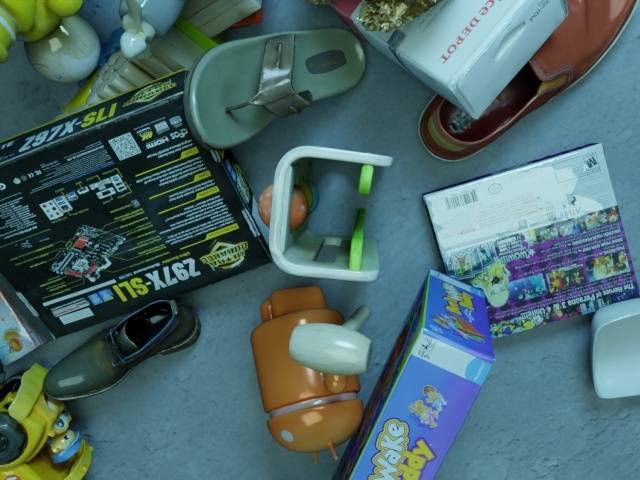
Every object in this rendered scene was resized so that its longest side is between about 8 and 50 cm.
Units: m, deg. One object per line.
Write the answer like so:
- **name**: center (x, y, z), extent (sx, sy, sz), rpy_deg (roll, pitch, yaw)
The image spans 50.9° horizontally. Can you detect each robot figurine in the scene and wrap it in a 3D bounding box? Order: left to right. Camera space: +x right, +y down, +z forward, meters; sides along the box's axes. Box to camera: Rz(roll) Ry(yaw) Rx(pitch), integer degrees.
- **robot figurine**: center (-0.017, 0.169, 0.852), extent (0.158, 0.128, 0.219), rpy_deg (-21, 71, 23)

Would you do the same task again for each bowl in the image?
- **bowl**: center (0.408, 0.127, 0.855), extent (0.142, 0.053, 0.142), rpy_deg (-11, 122, 5)

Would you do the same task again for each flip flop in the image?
- **flip flop**: center (-0.038, -0.187, 0.779), extent (0.277, 0.080, 0.112), rpy_deg (-27, 110, -34)

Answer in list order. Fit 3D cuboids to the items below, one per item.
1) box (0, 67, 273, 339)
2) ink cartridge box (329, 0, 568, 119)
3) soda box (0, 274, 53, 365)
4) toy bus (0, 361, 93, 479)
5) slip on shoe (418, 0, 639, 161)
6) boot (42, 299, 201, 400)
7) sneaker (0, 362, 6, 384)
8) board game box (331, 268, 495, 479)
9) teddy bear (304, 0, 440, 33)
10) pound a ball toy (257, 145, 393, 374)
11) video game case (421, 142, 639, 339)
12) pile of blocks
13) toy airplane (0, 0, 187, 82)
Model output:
- **box**: center (-0.253, -0.034, 0.835), extent (0.322, 0.079, 0.257), rpy_deg (-20, 126, 7)
- **ink cartridge box**: center (0.143, -0.266, 0.772), extent (0.158, 0.092, 0.218), rpy_deg (-50, 56, 9)
- **soda box**: center (-0.445, 0.076, 0.925), extent (0.058, 0.063, 0.183), rpy_deg (-29, 94, 10)
- **toy bus**: center (-0.391, 0.313, 0.921), extent (0.211, 0.149, 0.220), rpy_deg (37, 96, -14)
- **slip on shoe**: center (0.258, -0.222, 0.815), extent (0.331, 0.101, 0.123), rpy_deg (-42, 91, 7)
- **boot**: center (-0.268, 0.134, 0.870), extent (0.219, 0.106, 0.082), rpy_deg (-27, 71, -11)
- **sneaker**: center (-0.516, 0.126, 0.905), extent (0.228, 0.087, 0.130), rpy_deg (13, 97, 27)
- **board game box**: center (0.091, 0.227, 0.797), extent (0.078, 0.233, 0.347), rpy_deg (24, 105, 5)
- **teddy bear**: center (0.063, -0.353, 0.742), extent (0.245, 0.113, 0.338), rpy_deg (-51, 48, 0)
- **pound a ball toy**: center (0.000, 0.000, 0.752), extent (0.136, 0.319, 0.208), rpy_deg (7, 98, 4)
- **video game case**: center (0.271, 0.007, 0.872), extent (0.232, 0.042, 0.210), rpy_deg (-17, 96, 6)
- **pile of blocks**: center (-0.198, -0.230, 0.860), extent (0.362, 0.149, 0.113), rpy_deg (-40, 136, 17)
- **toy airplane**: center (-0.320, -0.315, 0.758), extent (0.385, 0.386, 0.272), rpy_deg (-24, 135, -10)
